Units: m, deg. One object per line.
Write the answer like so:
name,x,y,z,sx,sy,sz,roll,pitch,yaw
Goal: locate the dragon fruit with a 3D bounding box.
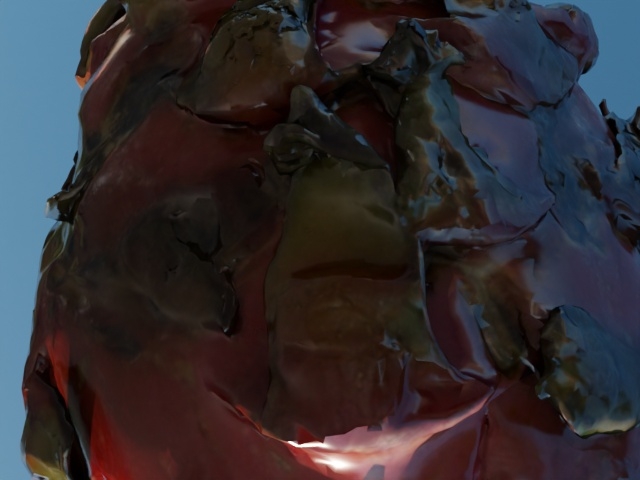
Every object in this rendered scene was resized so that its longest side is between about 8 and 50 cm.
dragon fruit,0.000,0.000,0.502,0.269,0.250,0.291,-28,-113,29
